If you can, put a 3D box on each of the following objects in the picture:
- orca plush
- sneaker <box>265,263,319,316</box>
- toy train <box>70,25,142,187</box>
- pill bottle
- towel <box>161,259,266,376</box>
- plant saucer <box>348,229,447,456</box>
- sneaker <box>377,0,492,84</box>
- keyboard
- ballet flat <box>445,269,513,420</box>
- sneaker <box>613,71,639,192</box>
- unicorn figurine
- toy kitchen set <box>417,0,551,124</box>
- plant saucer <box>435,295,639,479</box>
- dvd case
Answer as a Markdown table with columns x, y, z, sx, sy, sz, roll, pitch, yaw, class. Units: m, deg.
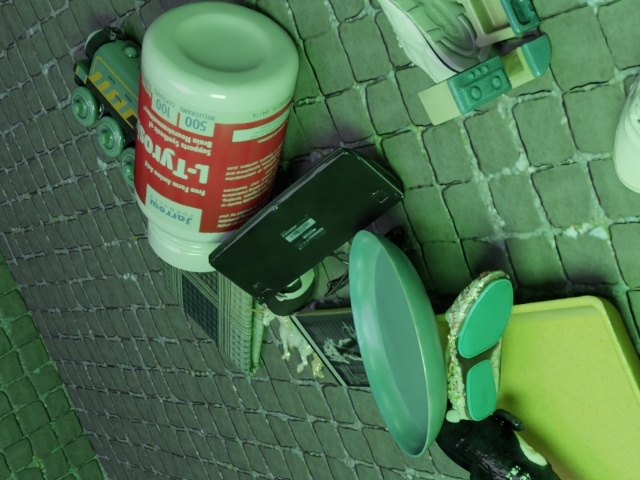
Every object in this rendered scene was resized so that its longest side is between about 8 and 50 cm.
| x | y | z | sx | sy | sz | roll | pitch | yaw | class |
| --- | --- | --- | --- | --- | --- | --- | --- | --- | --- |
| 0.240 | 0.331 | 1.276 | 0.287 | 0.102 | 0.151 | 49 | 145 | 18 | orca plush |
| -0.074 | 0.031 | 1.587 | 0.122 | 0.146 | 0.330 | 45 | 145 | 21 | sneaker |
| -0.329 | -0.239 | 1.747 | 0.334 | 0.142 | 0.190 | 48 | 132 | 22 | toy train |
| -0.175 | -0.146 | 1.511 | 0.229 | 0.229 | 0.407 | 44 | 142 | 25 | pill bottle |
| -0.213 | 0.067 | 1.891 | 0.312 | 0.056 | 0.324 | 41 | 144 | 32 | towel |
| 0.107 | 0.137 | 1.329 | 0.317 | 0.044 | 0.317 | 167 | 90 | -78 | plant saucer |
| 0.110 | -0.281 | 1.173 | 0.235 | 0.090 | 0.095 | 59 | 163 | 10 | sneaker |
| 0.000 | 0.000 | 1.433 | 0.201 | 0.033 | 0.317 | 39 | 124 | -22 | keyboard |
| 0.187 | 0.126 | 1.218 | 0.077 | 0.091 | 0.241 | 46 | 143 | 47 | ballet flat |
| 0.344 | -0.151 | 0.923 | 0.110 | 0.118 | 0.292 | 42 | 143 | 24 | sneaker |
| -0.051 | 0.177 | 1.746 | 0.162 | 0.060 | 0.111 | 20 | 130 | 24 | unicorn figurine |
| 0.165 | -0.256 | 1.036 | 0.122 | 0.166 | 0.207 | -20 | 98 | 56 | toy kitchen set |
| 0.318 | 0.219 | 1.257 | 0.333 | 0.081 | 0.332 | -14 | 102 | 57 | plant saucer |
| 0.054 | 0.179 | 1.597 | 0.164 | 0.018 | 0.221 | 54 | 149 | -16 | dvd case |
